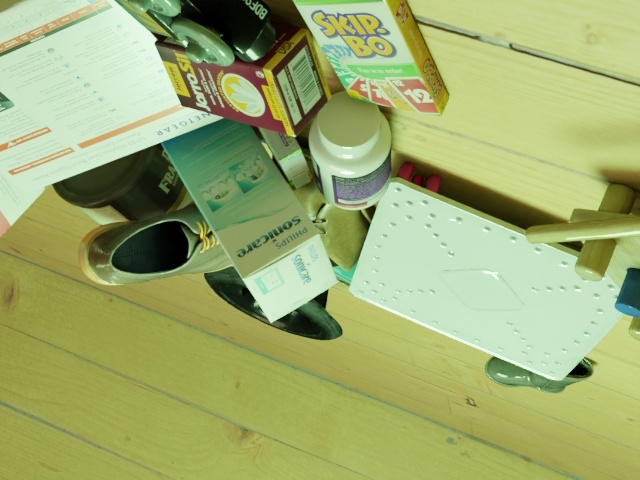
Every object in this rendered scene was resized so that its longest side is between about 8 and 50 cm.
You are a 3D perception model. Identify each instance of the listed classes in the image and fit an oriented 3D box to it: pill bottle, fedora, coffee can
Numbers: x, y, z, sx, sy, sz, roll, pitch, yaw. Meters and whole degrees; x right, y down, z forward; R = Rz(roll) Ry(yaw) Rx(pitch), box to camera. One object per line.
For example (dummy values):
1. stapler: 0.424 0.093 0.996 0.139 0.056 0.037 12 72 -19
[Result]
1. pill bottle: 0.040 -0.120 1.383 0.108 0.108 0.193 21 165 10
2. fedora: -0.072 0.077 2.114 0.334 0.152 0.334 22 165 6
3. coffee can: -0.303 -0.091 1.809 0.202 0.201 0.275 15 162 31

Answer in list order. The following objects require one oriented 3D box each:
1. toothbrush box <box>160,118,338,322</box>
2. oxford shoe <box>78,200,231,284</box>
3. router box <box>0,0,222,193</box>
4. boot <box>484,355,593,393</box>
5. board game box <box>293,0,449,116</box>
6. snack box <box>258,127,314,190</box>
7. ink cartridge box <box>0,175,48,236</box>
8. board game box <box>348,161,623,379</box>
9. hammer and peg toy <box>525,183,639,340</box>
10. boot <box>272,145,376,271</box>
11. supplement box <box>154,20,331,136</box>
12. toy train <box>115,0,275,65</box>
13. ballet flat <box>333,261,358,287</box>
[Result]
1. toothbrush box: -0.109 -0.056 1.517 0.295 0.126 0.216 57 175 20
2. oxford shoe: -0.194 0.001 1.681 0.364 0.129 0.133 -19 -169 -27
3. router box: -0.341 -0.216 1.350 0.336 0.082 0.301 -18 145 18
4. boot: 0.438 0.261 2.123 0.190 0.076 0.208 8 170 4
5. board game box: 0.053 -0.225 1.164 0.124 0.039 0.259 15 159 27
6. snack box: -0.062 -0.149 1.424 0.141 0.037 0.100 61 178 24
7. ink cartridge box: -0.539 -0.156 1.721 0.117 0.283 0.207 17 147 33
8. board game box: 0.257 0.059 1.627 0.390 0.050 0.390 23 153 4
9. hammer and peg toy: 0.426 0.016 1.239 0.266 0.127 0.361 11 159 44
10. boot: 0.002 -0.049 1.669 0.112 0.115 0.305 17 161 36
11. supplement box: -0.093 -0.204 1.251 0.188 0.081 0.104 19 146 34
12. toy train: -0.185 -0.304 1.083 0.190 0.142 0.334 26 172 44
13. ballet flat: 0.000 0.000 1.862 0.349 0.123 0.123 27 164 -5
